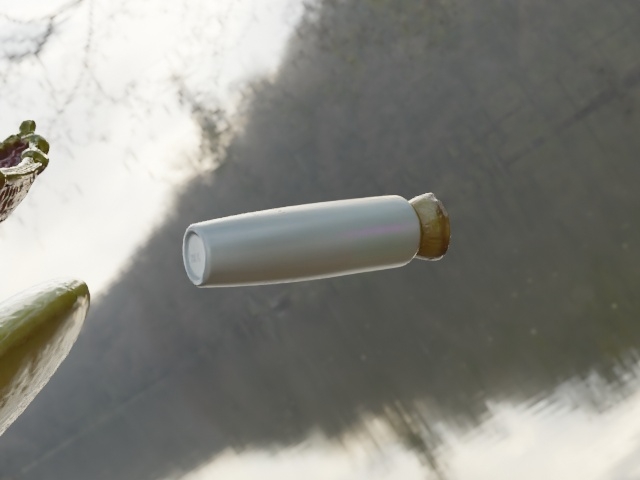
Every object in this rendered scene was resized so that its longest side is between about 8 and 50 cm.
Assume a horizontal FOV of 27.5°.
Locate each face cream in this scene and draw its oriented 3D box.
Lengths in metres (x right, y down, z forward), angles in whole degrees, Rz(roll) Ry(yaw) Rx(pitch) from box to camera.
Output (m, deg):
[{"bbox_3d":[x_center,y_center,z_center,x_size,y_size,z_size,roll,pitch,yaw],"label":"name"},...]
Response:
[{"bbox_3d":[0.000,0.000,0.876,0.182,0.051,0.072,-7,-3,-25],"label":"face cream"}]

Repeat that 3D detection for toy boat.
[{"bbox_3d":[-0.334,-0.058,1.134,0.141,0.099,0.318,-4,3,19],"label":"toy boat"}]

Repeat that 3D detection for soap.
[{"bbox_3d":[-0.405,0.186,1.439,0.427,0.115,0.306,-44,-5,37],"label":"soap"}]
